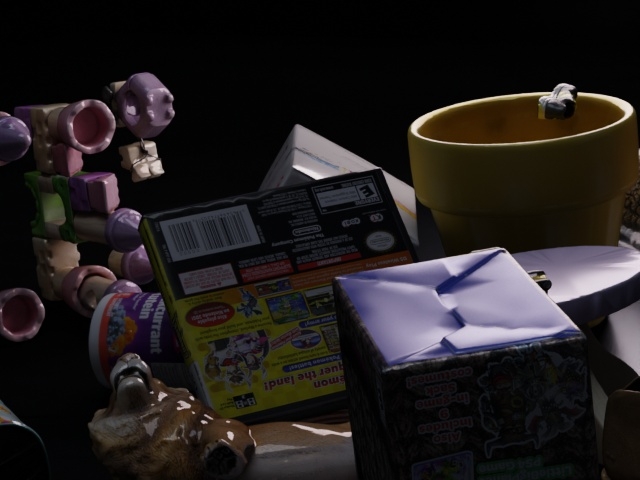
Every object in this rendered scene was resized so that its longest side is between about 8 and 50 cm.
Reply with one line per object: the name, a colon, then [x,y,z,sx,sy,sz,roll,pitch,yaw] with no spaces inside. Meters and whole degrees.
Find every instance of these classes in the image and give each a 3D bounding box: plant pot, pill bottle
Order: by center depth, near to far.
pill bottle: [-0.143,0.110,2.131,0.193,0.108,0.108,-1,17,20]
plant pot: [0.233,-0.024,2.212,0.254,0.239,0.254,-6,15,2]

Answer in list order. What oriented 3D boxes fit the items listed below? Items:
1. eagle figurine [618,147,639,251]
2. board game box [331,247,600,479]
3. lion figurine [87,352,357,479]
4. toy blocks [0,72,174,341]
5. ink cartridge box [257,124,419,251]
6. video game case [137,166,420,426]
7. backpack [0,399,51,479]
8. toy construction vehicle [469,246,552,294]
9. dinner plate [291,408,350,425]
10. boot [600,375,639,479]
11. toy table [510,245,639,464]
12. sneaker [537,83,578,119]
eagle figurine: [0.421,-0.052,2.422,0.298,0.225,0.226,30,72,15]
board game box: [0.110,0.181,1.436,0.141,0.291,0.232,-9,15,-6]
lion figurine: [-0.015,0.199,1.777,0.392,0.142,0.240,6,7,-6]
toy blocks: [-0.268,-0.041,2.406,0.309,0.288,0.260,-14,13,-35]
ink cartridge box: [0.000,0.000,2.246,0.168,0.171,0.232,29,15,-7]
video game case: [-0.021,0.060,2.022,0.275,0.248,0.035,-12,-25,-21]
backpack: [-0.338,0.215,1.729,0.188,0.166,0.144,-12,26,-28]
toy construction vehicle: [0.153,0.043,1.805,0.098,0.035,0.086,-11,26,-10]
dinner plate: [0.016,0.196,1.930,0.141,0.017,0.141,-6,16,2]
boot: [0.361,0.187,1.645,0.305,0.115,0.112,9,20,42]
toy table: [0.199,0.111,1.894,0.274,0.161,0.252,-11,16,-19]
sneaker: [0.266,-0.147,2.151,0.035,0.031,0.083,17,30,25]
